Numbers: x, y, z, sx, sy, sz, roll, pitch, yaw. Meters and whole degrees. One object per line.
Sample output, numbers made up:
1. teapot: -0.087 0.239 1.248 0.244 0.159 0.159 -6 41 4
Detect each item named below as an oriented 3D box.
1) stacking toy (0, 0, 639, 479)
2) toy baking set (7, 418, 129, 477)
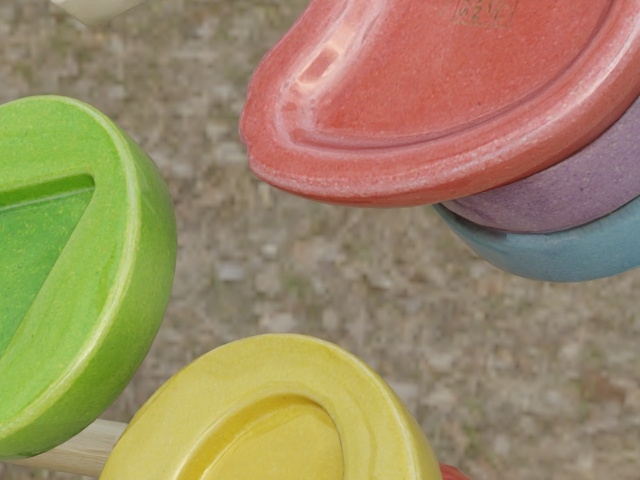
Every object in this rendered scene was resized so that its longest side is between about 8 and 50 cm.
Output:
1. stacking toy: 0.000 0.000 0.633 0.279 0.309 0.130 23 -7 42
2. toy baking set: -0.136 0.171 0.893 0.256 0.030 0.196 4 59 11
